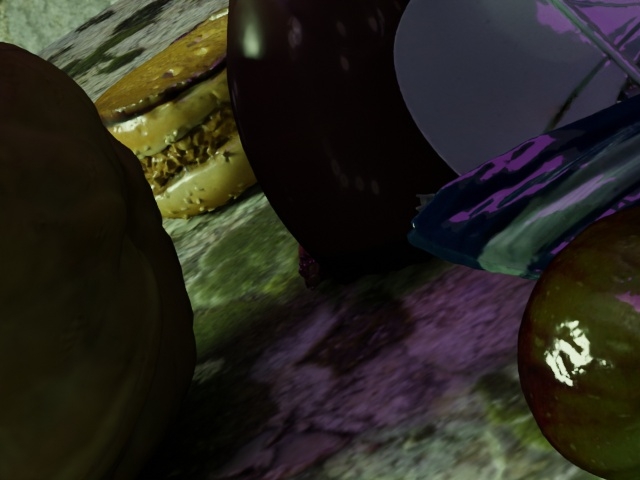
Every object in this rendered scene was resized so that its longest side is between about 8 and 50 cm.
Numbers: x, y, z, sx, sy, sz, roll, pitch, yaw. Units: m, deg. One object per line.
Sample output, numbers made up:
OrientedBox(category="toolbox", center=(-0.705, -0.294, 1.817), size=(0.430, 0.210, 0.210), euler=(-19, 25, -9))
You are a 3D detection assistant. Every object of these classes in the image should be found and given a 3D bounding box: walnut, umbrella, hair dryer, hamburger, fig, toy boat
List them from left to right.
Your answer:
OrientedBox(category="walnut", center=(-0.207, 0.040, 0.916), size=(0.285, 0.285, 0.296), euler=(-31, -23, 6))
OrientedBox(category="hamburger", center=(-0.081, -0.102, 1.325), size=(0.182, 0.118, 0.191), euler=(-23, 24, 20))
OrientedBox(category="umbrella", center=(0.000, 0.000, 1.073), size=(0.027, 0.025, 0.165), euler=(-48, 11, 16))
OrientedBox(category="hair dryer", center=(0.068, -0.157, 1.039), size=(0.123, 0.312, 0.340), euler=(-9, 8, 42))
OrientedBox(category="toy boat", center=(0.136, -0.091, 0.841), size=(0.210, 0.070, 0.291), euler=(-7, 46, 3))
OrientedBox(category="fig", center=(0.135, 0.039, 0.618), size=(0.109, 0.103, 0.154), euler=(-61, 17, -13))
